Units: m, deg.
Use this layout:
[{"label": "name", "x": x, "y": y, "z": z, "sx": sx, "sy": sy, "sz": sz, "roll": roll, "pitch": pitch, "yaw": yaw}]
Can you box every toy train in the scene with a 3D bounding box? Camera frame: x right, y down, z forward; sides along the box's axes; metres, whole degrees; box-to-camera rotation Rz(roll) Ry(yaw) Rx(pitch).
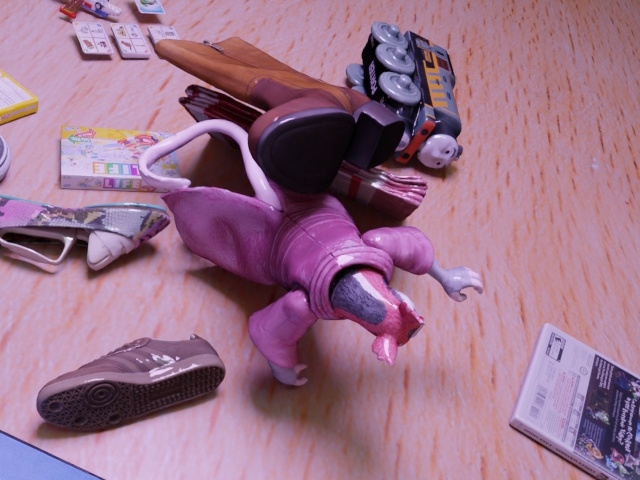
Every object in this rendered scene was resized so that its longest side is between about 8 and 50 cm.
[{"label": "toy train", "x": 0.157, "y": -0.262, "z": 1.188, "sx": 0.190, "sy": 0.142, "sz": 0.333, "roll": 18, "pitch": 41, "yaw": -19}]

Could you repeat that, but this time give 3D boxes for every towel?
[{"label": "towel", "x": -0.018, "y": -0.113, "z": 0.921, "sx": 0.329, "sy": 0.037, "sz": 0.237, "roll": 24, "pitch": -3, "yaw": 2}]

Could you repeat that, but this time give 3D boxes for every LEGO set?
[{"label": "LEGO set", "x": -0.366, "y": -0.397, "z": 1.180, "sx": 0.183, "sy": 0.060, "sz": 0.244, "roll": -10, "pitch": 60, "yaw": -35}]

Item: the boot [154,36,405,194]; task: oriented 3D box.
[{"label": "boot", "x": -0.073, "y": -0.170, "z": 0.735, "sx": 0.280, "sy": 0.096, "sz": 0.264, "roll": 34, "pitch": 34, "yaw": 20}]

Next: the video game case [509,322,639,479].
[{"label": "video game case", "x": 0.345, "y": 0.212, "z": 0.858, "sx": 0.173, "sy": 0.022, "sz": 0.190, "roll": 31, "pitch": 42, "yaw": 10}]

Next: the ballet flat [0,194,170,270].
[{"label": "ballet flat", "x": -0.292, "y": -0.006, "z": 0.785, "sx": 0.222, "sy": 0.077, "sz": 0.079, "roll": 4, "pitch": 63, "yaw": -12}]

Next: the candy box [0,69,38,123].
[{"label": "candy box", "x": -0.511, "y": -0.229, "z": 0.945, "sx": 0.206, "sy": 0.027, "sz": 0.105, "roll": 37, "pitch": 46, "yaw": 16}]

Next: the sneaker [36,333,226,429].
[{"label": "sneaker", "x": -0.196, "y": 0.140, "z": 0.686, "sx": 0.189, "sy": 0.066, "sz": 0.071, "roll": -3, "pitch": 31, "yaw": -33}]

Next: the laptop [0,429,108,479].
[{"label": "laptop", "x": -0.301, "y": 0.199, "z": 0.397, "sx": 0.382, "sy": 0.408, "sz": 0.236, "roll": 24, "pitch": 64, "yaw": 2}]

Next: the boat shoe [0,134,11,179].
[{"label": "boat shoe", "x": -0.521, "y": -0.131, "z": 0.740, "sx": 0.335, "sy": 0.119, "sz": 0.121, "roll": 8, "pitch": 56, "yaw": -31}]

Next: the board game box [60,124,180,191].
[{"label": "board game box", "x": -0.277, "y": -0.113, "z": 0.924, "sx": 0.154, "sy": 0.026, "sz": 0.103, "roll": 1, "pitch": 47, "yaw": -23}]

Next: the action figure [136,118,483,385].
[{"label": "action figure", "x": 0.000, "y": 0.000, "z": 0.723, "sx": 0.248, "sy": 0.275, "sz": 0.370, "roll": -36, "pitch": 31, "yaw": -13}]
